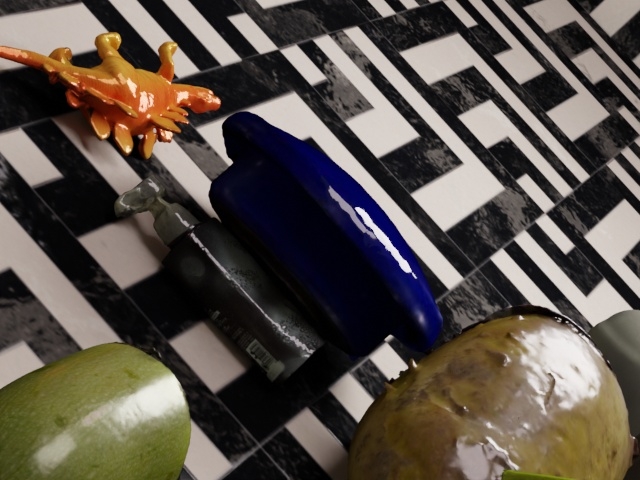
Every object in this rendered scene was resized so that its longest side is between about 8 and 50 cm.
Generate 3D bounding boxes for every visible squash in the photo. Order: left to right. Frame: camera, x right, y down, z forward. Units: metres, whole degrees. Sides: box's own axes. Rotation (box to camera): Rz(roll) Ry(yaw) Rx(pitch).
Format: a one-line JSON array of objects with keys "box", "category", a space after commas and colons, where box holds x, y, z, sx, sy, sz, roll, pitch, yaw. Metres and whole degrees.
[{"box": [-0.173, 0.140, 1.218, 0.123, 0.123, 0.186, 50, 27, 9], "category": "squash"}]

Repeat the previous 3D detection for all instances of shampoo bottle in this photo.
[{"box": [-0.087, 0.031, 1.619, 0.208, 0.057, 0.063, 47, 33, 6], "category": "shampoo bottle"}]

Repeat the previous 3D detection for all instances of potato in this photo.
[{"box": [0.119, 0.194, 1.529, 0.229, 0.229, 0.266, 44, 27, -4], "category": "potato"}]

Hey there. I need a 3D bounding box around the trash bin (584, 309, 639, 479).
[{"box": [0.325, 0.210, 1.859, 0.219, 0.220, 0.250, 37, 17, -23], "category": "trash bin"}]

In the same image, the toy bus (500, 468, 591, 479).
[{"box": [0.187, 0.302, 1.389, 0.150, 0.128, 0.262, 17, 80, -42], "category": "toy bus"}]

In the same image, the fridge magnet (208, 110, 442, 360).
[{"box": [0.000, 0.000, 1.668, 0.265, 0.112, 0.265, 46, -8, 9], "category": "fridge magnet"}]

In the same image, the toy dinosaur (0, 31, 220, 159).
[{"box": [-0.182, -0.126, 1.708, 0.288, 0.070, 0.117, 6, 45, -51], "category": "toy dinosaur"}]
